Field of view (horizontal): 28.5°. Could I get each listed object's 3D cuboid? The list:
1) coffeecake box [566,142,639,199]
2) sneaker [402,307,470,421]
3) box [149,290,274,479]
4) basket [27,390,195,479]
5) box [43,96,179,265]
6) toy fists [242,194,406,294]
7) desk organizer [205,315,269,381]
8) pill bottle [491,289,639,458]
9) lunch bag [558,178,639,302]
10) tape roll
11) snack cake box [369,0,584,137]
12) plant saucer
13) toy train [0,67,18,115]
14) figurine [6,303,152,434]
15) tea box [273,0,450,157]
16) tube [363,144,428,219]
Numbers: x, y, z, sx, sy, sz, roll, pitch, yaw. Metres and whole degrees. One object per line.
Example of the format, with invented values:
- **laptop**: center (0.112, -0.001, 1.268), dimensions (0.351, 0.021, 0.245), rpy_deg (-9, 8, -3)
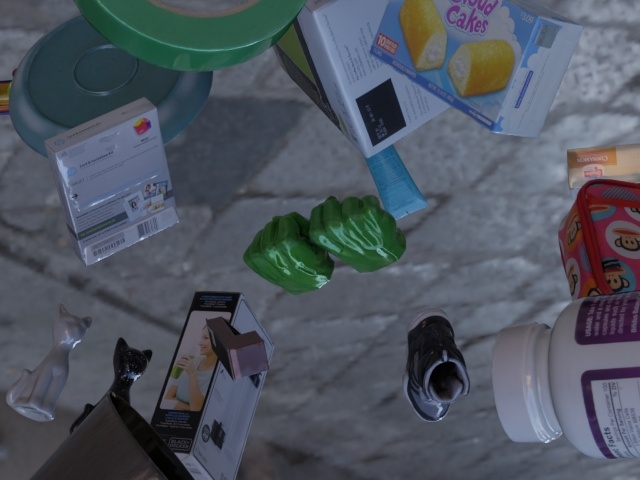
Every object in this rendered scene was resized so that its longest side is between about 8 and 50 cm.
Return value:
- **coffeecake box**: center (0.495, -0.116, 2.146), dimensions (0.142, 0.068, 0.185), rpy_deg (-4, 175, 12)
- **sneaker**: center (0.213, 0.267, 2.331), dimensions (0.101, 0.153, 0.269), rpy_deg (-9, 127, -5)
- **box**: center (-0.172, 0.244, 2.000), dimensions (0.087, 0.290, 0.169), rpy_deg (1, 146, 23)
- **basket**: center (-0.246, 0.293, 1.284), dimensions (0.227, 0.204, 0.154), rpy_deg (-42, 121, -4)
- **box**: center (-0.264, -0.074, 1.615), dimensions (0.145, 0.038, 0.186), rpy_deg (-28, 136, -22)
- **toy fists**: center (0.000, 0.000, 2.101), dimensions (0.279, 0.096, 0.142), rpy_deg (-18, 145, 32)
- **desk organizer**: center (-0.112, 0.139, 1.681), dimensions (0.050, 0.047, 0.130), rpy_deg (-15, -161, -14)
- **pill bottle**: center (0.335, 0.133, 1.271), dimensions (0.301, 0.169, 0.169), rpy_deg (-8, 165, 27)
- **lunch bag**: center (0.475, 0.023, 1.707), dimensions (0.293, 0.258, 0.120), rpy_deg (6, 138, -12)
- **tape roll**: center (-0.159, -0.369, 1.539), dimensions (0.321, 0.321, 0.077), rpy_deg (-6, 169, -18)
- **snack cake box**: center (0.192, -0.254, 1.599), dimensions (0.089, 0.264, 0.152), rpy_deg (2, 116, -39)
- **plant saucer**: center (-0.322, -0.248, 1.905), dimensions (0.317, 0.318, 0.044), rpy_deg (-12, 145, 0)
- **toy train**: center (-0.532, -0.266, 2.281), dimensions (0.247, 0.105, 0.143), rpy_deg (-5, -178, -11)
- **figurine**: center (-0.417, 0.240, 2.224), dimensions (0.215, 0.210, 0.092), rpy_deg (34, 151, -24)
- **tea box**: center (0.044, -0.376, 2.057), dimensions (0.220, 0.323, 0.329), rpy_deg (-33, 139, -8)
- **tube**: center (0.121, -0.141, 2.347), dimensions (0.080, 0.207, 0.052), rpy_deg (-25, -175, 14)
